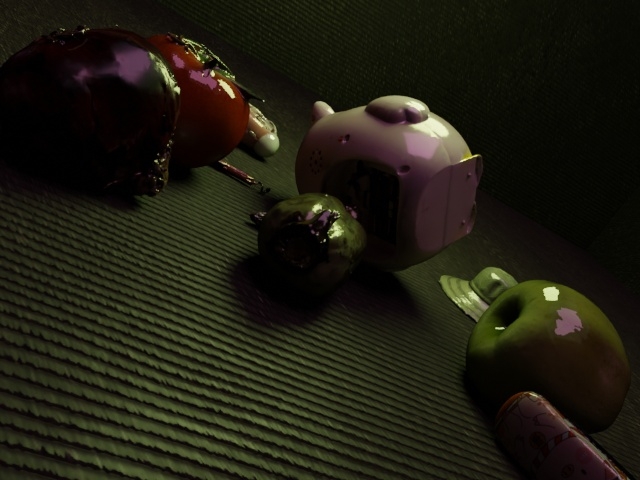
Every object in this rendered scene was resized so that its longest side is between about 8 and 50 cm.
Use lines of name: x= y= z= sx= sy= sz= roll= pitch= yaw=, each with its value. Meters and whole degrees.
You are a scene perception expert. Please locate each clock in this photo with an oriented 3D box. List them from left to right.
clock: x=-0.178 y=-0.279 z=1.666 sx=0.162 sy=0.093 sz=0.166 roll=36 pitch=15 yaw=-21
clock: x=0.103 y=-0.119 z=1.364 sx=0.376 sy=0.369 sz=0.250 roll=25 pitch=37 yaw=38

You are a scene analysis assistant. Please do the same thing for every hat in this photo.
hat: x=0.414 y=0.123 z=1.583 sx=0.252 sy=0.110 sz=0.252 roll=30 pitch=18 yaw=-11

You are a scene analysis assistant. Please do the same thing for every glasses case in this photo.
glasses case: x=0.367 y=0.333 z=0.959 sx=0.067 sy=0.103 sz=0.266 roll=8 pitch=29 yaw=-49

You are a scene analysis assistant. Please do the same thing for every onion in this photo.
onion: x=-0.339 y=-0.202 z=0.983 sx=0.221 sy=0.281 sz=0.280 roll=-8 pitch=-10 yaw=36

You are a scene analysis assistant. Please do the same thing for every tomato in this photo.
tomato: x=-0.256 y=-0.259 z=1.239 sx=0.255 sy=0.225 sz=0.256 roll=34 pitch=15 yaw=-10

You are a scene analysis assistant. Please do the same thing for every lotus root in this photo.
lotus root: x=0.000 y=0.000 z=1.125 sx=0.173 sy=0.173 sz=0.309 roll=36 pitch=17 yaw=10

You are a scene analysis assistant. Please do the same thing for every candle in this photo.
candle: x=-0.181 y=-0.142 z=1.397 sx=0.167 sy=0.021 sz=0.026 roll=29 pitch=-2 yaw=-11

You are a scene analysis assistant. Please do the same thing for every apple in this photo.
apple: x=0.396 y=0.204 z=1.160 sx=0.279 sy=0.279 sz=0.279 roll=30 pitch=18 yaw=-11

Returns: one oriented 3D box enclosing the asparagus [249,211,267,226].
asparagus: x=-0.067 y=-0.022 z=1.262 sx=0.165 sy=0.030 sz=0.036 roll=24 pitch=44 yaw=-33
